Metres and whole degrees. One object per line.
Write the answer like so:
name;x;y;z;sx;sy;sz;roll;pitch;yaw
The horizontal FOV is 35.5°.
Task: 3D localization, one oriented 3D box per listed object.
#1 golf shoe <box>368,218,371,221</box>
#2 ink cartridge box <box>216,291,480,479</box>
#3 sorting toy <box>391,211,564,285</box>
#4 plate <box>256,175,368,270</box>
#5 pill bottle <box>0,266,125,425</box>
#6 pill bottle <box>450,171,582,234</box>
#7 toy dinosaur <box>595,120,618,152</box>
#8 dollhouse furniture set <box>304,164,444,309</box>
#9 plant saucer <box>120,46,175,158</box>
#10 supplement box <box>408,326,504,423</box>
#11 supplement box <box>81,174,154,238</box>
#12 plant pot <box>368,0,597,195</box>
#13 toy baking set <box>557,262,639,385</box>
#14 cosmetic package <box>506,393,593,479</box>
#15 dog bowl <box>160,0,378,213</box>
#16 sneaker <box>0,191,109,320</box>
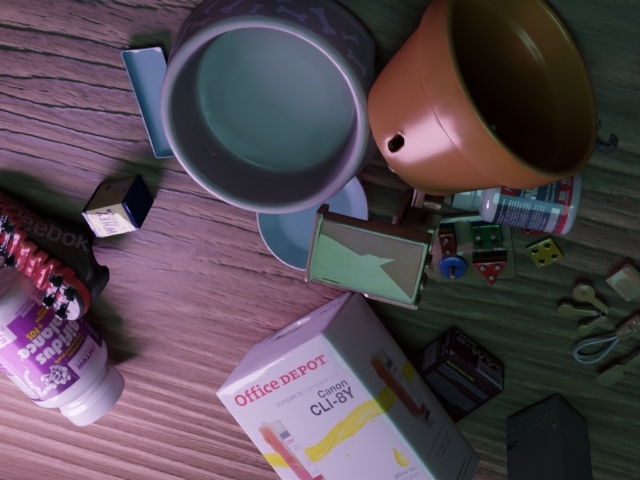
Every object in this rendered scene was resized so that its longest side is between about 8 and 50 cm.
golf shoe;0.000;0.000;1.630;0.186;0.086;0.067;3;130;10
ink cartridge box;0.047;0.323;1.746;0.279;0.160;0.385;-32;98;33
sorting toy;0.254;0.020;1.624;0.274;0.046;0.132;-5;126;13
plate;-0.011;-0.045;1.590;0.188;0.024;0.188;1;92;19
pill bottle;-0.497;0.195;1.817;0.169;0.169;0.301;-24;120;25
pill bottle;0.292;-0.075;1.504;0.180;0.108;0.108;9;128;3
toy dinosaur;0.397;-0.151;1.484;0.082;0.047;0.090;29;160;-23
dollhouse furniture set;0.089;-0.013;1.489;0.161;0.242;0.212;14;112;9
plant saucer;-0.250;-0.215;1.554;0.067;0.018;0.192;-4;127;13
supplement box;0.204;0.271;1.809;0.130;0.073;0.239;37;125;-16
supplement box;-0.333;-0.056;1.648;0.083;0.083;0.056;-11;123;19
plant pot;0.203;-0.185;1.347;0.291;0.291;0.203;41;139;-20
toy baking set;0.511;0.139;1.683;0.196;0.030;0.256;-12;124;22
cosmetic package;0.407;0.410;1.774;0.127;0.238;0.107;-34;115;30
dog bowl;-0.074;-0.194;1.459;0.348;0.102;0.349;5;121;8
sneaker;-0.471;0.008;1.717;0.276;0.135;0.098;44;135;6
